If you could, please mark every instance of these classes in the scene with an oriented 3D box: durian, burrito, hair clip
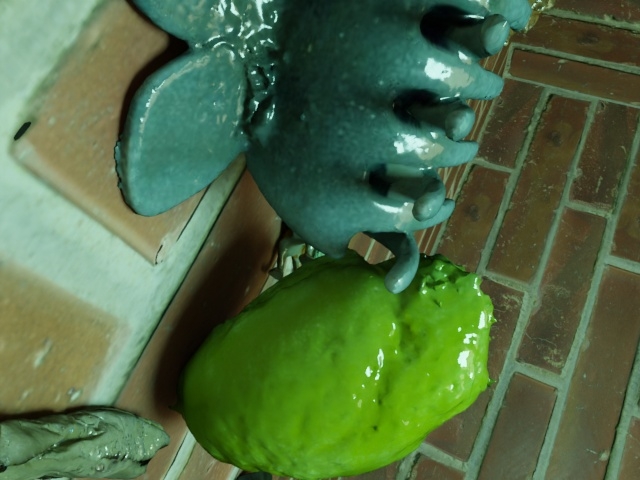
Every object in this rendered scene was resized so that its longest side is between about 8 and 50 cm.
[{"bbox_3d":[0.000,0.133,0.550,0.340,0.204,0.256,-34,-161,-3],"label":"durian"},{"bbox_3d":[-0.195,0.169,0.415,0.229,0.058,0.063,58,50,-71],"label":"burrito"},{"bbox_3d":[0.025,-0.148,0.428,0.392,0.239,0.318,-30,140,-64],"label":"hair clip"}]

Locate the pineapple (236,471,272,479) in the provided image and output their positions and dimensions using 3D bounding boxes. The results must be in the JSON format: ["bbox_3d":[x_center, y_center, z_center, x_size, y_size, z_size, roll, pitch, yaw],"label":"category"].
[{"bbox_3d":[-0.131,0.569,0.927,0.170,0.141,0.309,-6,108,-65],"label":"pineapple"}]

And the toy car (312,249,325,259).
[{"bbox_3d":[0.000,0.000,0.804,0.073,0.054,0.143,-33,141,-65],"label":"toy car"}]

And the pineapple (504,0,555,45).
[{"bbox_3d":[0.188,-0.347,0.779,0.357,0.223,0.223,-44,155,-15],"label":"pineapple"}]

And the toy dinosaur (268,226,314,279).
[{"bbox_3d":[-0.032,-0.015,0.726,0.212,0.057,0.142,105,-5,-55],"label":"toy dinosaur"}]
